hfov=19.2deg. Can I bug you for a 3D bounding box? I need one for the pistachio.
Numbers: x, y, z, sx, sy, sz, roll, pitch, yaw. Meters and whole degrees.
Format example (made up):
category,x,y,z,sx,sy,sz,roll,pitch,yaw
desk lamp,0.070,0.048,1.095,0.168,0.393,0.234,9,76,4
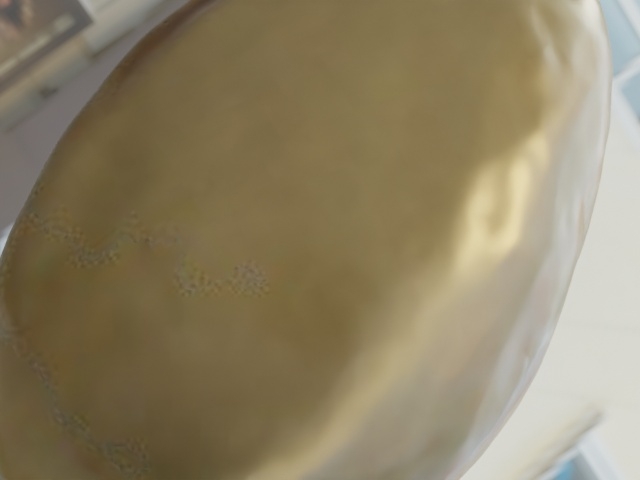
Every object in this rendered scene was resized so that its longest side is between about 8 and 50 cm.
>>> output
category,x,y,z,sx,sy,sz,roll,pitch,yaw
pistachio,0.000,0.000,0.422,0.185,0.126,0.108,-49,-156,-24
